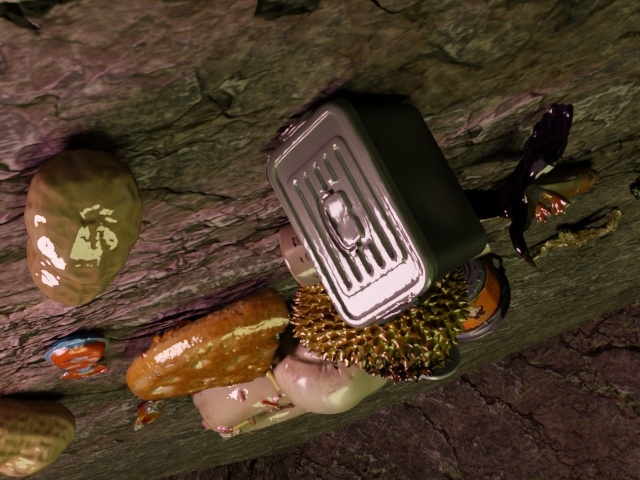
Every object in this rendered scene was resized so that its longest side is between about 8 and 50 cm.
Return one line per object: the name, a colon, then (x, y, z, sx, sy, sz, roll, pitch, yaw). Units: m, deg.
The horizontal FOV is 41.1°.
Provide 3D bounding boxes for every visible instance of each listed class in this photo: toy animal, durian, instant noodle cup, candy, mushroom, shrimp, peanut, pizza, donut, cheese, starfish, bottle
toy animal: (0.288, -0.056, 1.196, 0.160, 0.197, 0.272, -3, 152, -46)
durian: (0.089, 0.105, 1.351, 0.293, 0.258, 0.258, 7, 166, 13)
instant noodle cup: (0.260, 0.086, 1.610, 0.177, 0.208, 0.125, 17, 162, 30)
candy: (-0.414, 0.411, 2.064, 0.053, 0.046, 0.182, -3, 152, -30)
mushroom: (0.022, 0.195, 1.646, 0.254, 0.234, 0.260, -6, -152, 12)
shrimp: (0.363, -0.080, 1.396, 0.217, 0.051, 0.115, -11, 163, -29)
peanut: (-0.596, 0.375, 1.632, 0.152, 0.152, 0.313, -24, 159, 17)
peanut: (-0.257, -0.001, 0.909, 0.123, 0.123, 0.256, -10, 157, -25)
pizza: (-0.190, 0.195, 1.549, 0.278, 0.114, 0.409, 4, 152, -47)
donut: (-0.116, 0.358, 2.046, 0.382, 0.142, 0.382, -17, 162, -6)
cheese: (-0.416, 0.206, 1.482, 0.106, 0.037, 0.256, -12, 160, -14)
starfish: (0.532, -0.002, 1.776, 0.210, 0.053, 0.150, -27, 156, 28)
bottle: (0.056, -0.011, 1.204, 0.209, 0.097, 0.110, -24, 128, 16)

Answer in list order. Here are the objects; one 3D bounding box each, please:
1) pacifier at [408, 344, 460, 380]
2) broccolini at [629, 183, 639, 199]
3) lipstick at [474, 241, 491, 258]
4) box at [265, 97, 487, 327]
pacifier: (0.178, 0.198, 1.887, 0.279, 0.227, 0.207, 4, 123, -9)
broccolini: (0.642, -0.122, 1.592, 0.140, 0.030, 0.035, -33, 121, 26)
lipstick: (0.169, 0.037, 1.494, 0.253, 0.077, 0.079, -22, 163, 12)
box: (0.067, -0.039, 0.958, 0.135, 0.243, 0.163, -19, 166, -42)
